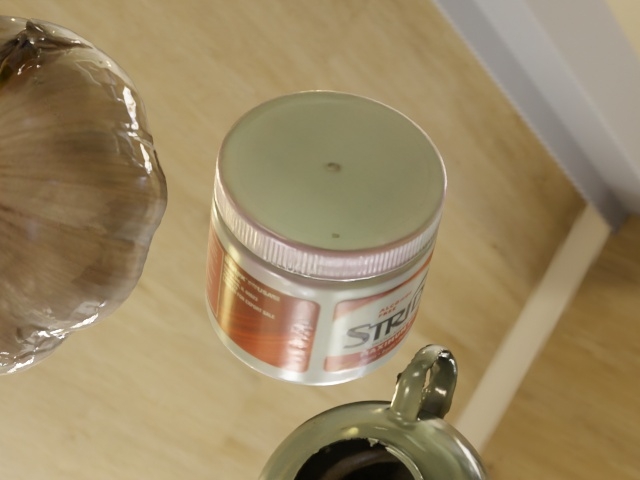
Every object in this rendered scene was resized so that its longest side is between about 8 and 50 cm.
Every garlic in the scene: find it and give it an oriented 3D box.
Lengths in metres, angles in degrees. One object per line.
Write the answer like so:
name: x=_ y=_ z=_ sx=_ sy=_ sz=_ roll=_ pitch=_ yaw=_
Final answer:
garlic: x=-0.272 y=-0.041 z=1.198 sx=0.241 sy=0.322 sz=0.321 roll=2 pitch=-69 yaw=-32

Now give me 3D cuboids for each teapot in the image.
teapot: x=0.038 y=0.211 z=1.031 sx=0.294 sy=0.193 sz=0.129 roll=-66 pitch=-21 yaw=-16

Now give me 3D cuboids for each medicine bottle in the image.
medicine bottle: x=0.000 y=0.000 z=1.541 sx=0.252 sy=0.252 sz=0.240 roll=-36 pitch=-29 yaw=-32
